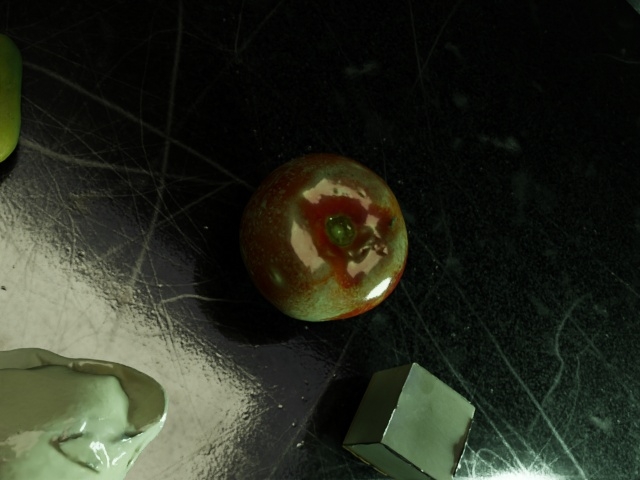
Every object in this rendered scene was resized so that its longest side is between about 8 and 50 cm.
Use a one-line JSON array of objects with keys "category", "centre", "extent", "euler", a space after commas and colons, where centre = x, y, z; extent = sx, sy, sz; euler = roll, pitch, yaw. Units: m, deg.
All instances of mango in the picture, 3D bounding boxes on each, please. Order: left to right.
[{"category": "mango", "centre": [-0.501, -0.201, 0.843], "extent": [0.137, 0.091, 0.237], "euler": [5, 65, -33]}]

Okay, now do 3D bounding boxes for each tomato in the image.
[{"category": "tomato", "centre": [0.000, 0.000, 0.964], "extent": [0.270, 0.223, 0.270], "euler": [3, 82, -20]}]

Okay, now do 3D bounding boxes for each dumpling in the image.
[{"category": "dumpling", "centre": [-0.370, 0.239, 0.744], "extent": [0.318, 0.187, 0.243], "euler": [-16, 41, -39]}]

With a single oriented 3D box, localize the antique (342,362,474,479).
[{"category": "antique", "centre": [0.140, 0.308, 0.976], "extent": [0.147, 0.148, 0.152], "euler": [38, 59, -13]}]
